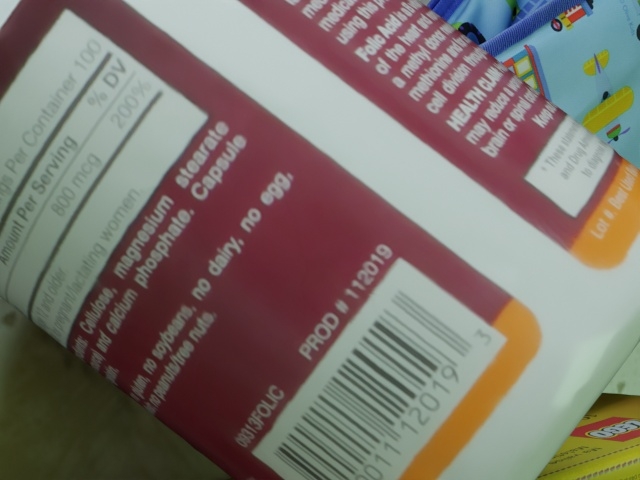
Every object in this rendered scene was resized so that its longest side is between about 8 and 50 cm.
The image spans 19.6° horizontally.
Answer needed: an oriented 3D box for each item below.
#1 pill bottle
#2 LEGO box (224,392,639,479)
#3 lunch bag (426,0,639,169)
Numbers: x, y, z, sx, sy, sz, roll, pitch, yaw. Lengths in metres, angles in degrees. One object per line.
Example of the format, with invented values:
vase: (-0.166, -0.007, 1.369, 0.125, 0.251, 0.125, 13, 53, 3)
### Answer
pill bottle: (-0.051, -0.041, 0.838, 0.392, 0.224, 0.224, 38, 61, 2)
LEGO box: (0.043, 0.313, 1.015, 0.500, 0.193, 0.372, -11, 96, -39)
lunch bag: (0.146, -0.056, 1.104, 0.293, 0.138, 0.221, -42, 126, -39)
